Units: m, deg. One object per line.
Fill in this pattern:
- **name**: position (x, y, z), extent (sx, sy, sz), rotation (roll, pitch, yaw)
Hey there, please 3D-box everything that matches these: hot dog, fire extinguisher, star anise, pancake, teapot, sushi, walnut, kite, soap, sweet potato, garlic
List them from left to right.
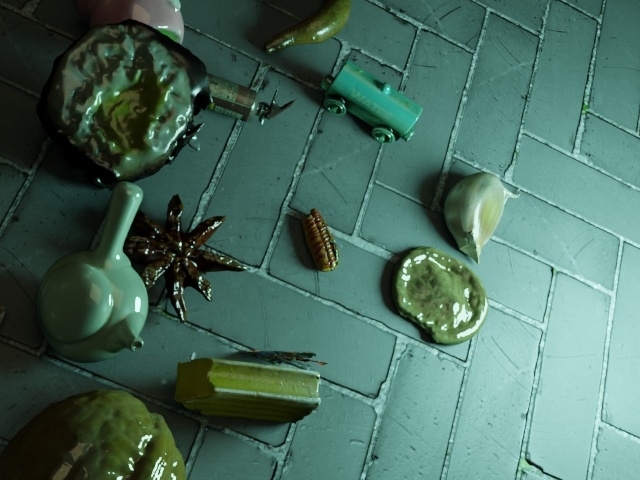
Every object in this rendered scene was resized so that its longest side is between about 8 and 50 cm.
- **teapot**: position (-0.414, 0.061, 1.600), extent (0.219, 0.149, 0.318), rotation (-3, 83, 7)
- **walnut**: position (-0.371, 0.402, 1.440), extent (0.332, 0.333, 0.333), rotation (8, 65, -18)
- **sushi**: position (-0.375, -0.255, 1.694), extent (0.299, 0.294, 0.281), rotation (-36, 96, -15)
- **star anise**: position (-0.287, 0.033, 1.750), extent (0.288, 0.088, 0.288), rotation (8, 66, -20)
- **fire extinguisher**: position (-0.181, -0.317, 1.936), extent (0.252, 0.106, 0.075), rotation (18, 42, -13)
- **soap**: position (-0.145, 0.281, 1.651), extent (0.257, 0.160, 0.080), rotation (10, 62, -18)
- **kite**: position (-0.075, 0.228, 1.718), extent (0.189, 0.232, 0.009), rotation (5, 90, 24)
- **hot dog**: position (0.000, -0.001, 1.906), extent (0.062, 0.038, 0.144), rotation (-10, 71, -25)
- **sweet potato**: position (0.001, -0.531, 2.127), extent (0.108, 0.079, 0.346), rotation (27, 57, 24)
- **pancake**: position (0.265, 0.118, 1.957), extent (0.222, 0.042, 0.236), rotation (-29, 79, -26)
- **garlic**: position (0.380, -0.097, 2.074), extent (0.128, 0.148, 0.266), rotation (25, 57, 33)

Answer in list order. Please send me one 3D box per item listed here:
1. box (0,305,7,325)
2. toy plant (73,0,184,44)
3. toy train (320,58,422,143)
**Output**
- **box**: position (-0.672, 0.115, 1.585), extent (0.207, 0.041, 0.050), rotation (18, 65, -13)
- **toy plant**: position (-0.417, -0.549, 1.905), extent (0.317, 0.210, 0.356), rotation (0, 58, -58)
- **toy train**: position (0.121, -0.319, 2.030), extent (0.248, 0.159, 0.101), rotation (32, 65, -8)
